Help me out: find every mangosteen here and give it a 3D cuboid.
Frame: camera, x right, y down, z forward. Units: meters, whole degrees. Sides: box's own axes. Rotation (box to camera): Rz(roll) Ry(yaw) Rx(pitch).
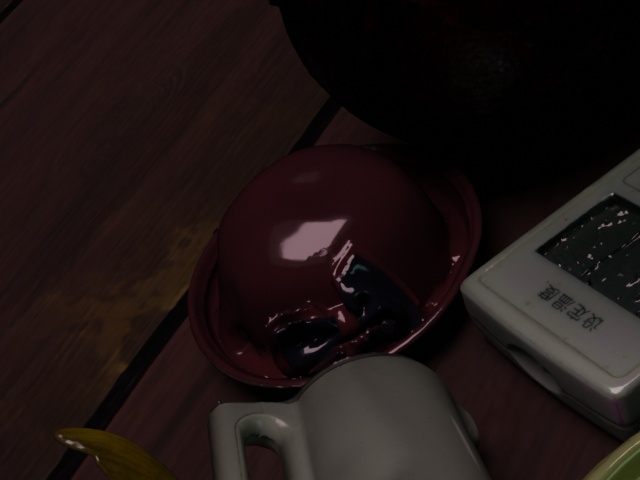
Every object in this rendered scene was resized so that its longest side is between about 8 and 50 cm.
[{"bbox_3d":[0.105,-0.204,0.885,0.293,0.297,0.297,-12,38,26],"label":"mangosteen"}]

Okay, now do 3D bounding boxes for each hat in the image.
[{"bbox_3d":[0.000,0.000,0.860,0.205,0.089,0.205,-17,37,14],"label":"hat"}]

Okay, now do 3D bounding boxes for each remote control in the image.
[{"bbox_3d":[0.246,-0.033,0.773,0.344,0.050,0.145,-37,36,-12],"label":"remote control"}]

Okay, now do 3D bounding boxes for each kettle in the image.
[{"bbox_3d":[0.025,0.131,0.667,0.126,0.098,0.148,-23,33,2],"label":"kettle"}]

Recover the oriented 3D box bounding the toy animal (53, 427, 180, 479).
[{"bbox_3d":[-0.060,0.183,0.671,0.095,0.219,0.155,-32,-6,23],"label":"toy animal"}]

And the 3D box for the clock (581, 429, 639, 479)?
[{"bbox_3d":[0.197,0.157,0.502,0.286,0.117,0.348,13,51,44],"label":"clock"}]
